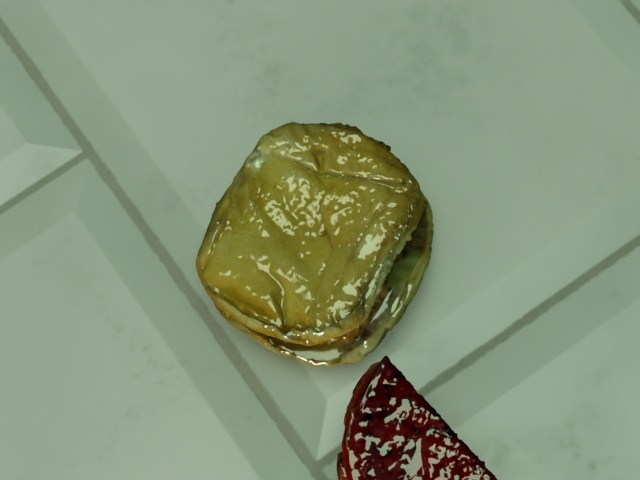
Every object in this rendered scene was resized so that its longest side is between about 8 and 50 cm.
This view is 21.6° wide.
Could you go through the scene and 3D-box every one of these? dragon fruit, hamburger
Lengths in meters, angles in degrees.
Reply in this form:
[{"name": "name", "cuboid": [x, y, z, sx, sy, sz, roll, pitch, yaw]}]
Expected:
[{"name": "dragon fruit", "cuboid": [0.118, 0.308, 1.825, 0.152, 0.205, 0.317, -39, 70, -11]}, {"name": "hamburger", "cuboid": [0.000, 0.001, 1.981, 0.259, 0.144, 0.283, 31, 80, 18]}]
